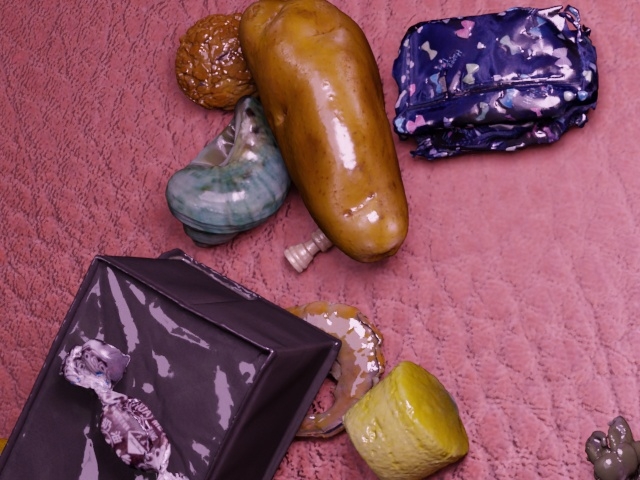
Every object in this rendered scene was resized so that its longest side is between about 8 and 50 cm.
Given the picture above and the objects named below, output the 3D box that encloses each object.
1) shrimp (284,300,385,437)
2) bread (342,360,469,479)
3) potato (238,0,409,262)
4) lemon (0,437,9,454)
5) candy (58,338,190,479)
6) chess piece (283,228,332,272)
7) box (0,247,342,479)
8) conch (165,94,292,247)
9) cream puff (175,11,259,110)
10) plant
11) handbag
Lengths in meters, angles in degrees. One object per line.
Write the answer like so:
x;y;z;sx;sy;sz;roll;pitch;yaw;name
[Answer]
-0.034;0.166;1.819;0.253;0.058;0.173;-22;73;20;shrimp
0.097;0.212;1.710;0.114;0.111;0.129;-39;57;19;bread
0.017;-0.141;1.804;0.195;0.176;0.369;-46;58;51;potato
-0.422;0.296;1.956;0.062;0.062;0.083;40;95;30;lemon
-0.210;0.204;1.616;0.094;0.051;0.226;-44;71;25;candy
0.000;0.000;1.866;0.092;0.035;0.035;-37;61;6;chess piece
-0.182;0.211;1.739;0.251;0.204;0.345;28;97;21;box
-0.116;-0.078;1.898;0.188;0.122;0.176;-41;40;6;conch
-0.130;-0.238;1.965;0.144;0.103;0.126;-22;66;25;cream puff
0.329;0.276;1.592;0.085;0.087;0.174;-12;71;-10;plant
0.206;-0.186;1.780;0.260;0.113;0.162;-6;65;26;handbag
